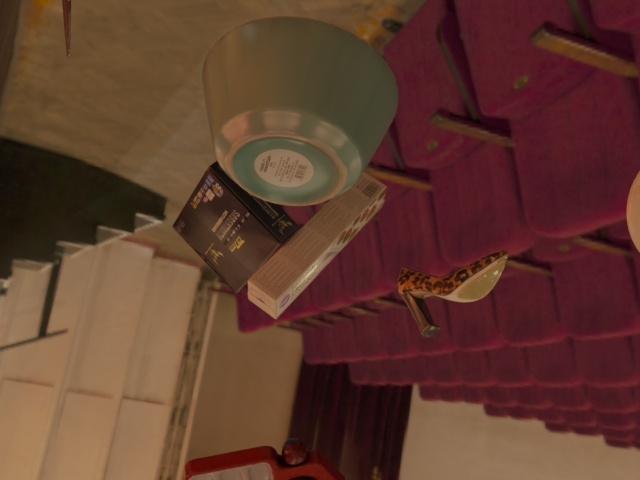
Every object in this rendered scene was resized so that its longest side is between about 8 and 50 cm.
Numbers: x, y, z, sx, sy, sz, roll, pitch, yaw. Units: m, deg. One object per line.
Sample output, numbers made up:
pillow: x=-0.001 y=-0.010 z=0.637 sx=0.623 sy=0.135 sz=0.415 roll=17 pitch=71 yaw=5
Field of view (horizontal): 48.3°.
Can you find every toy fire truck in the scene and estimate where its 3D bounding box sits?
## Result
toy fire truck: x=-0.096 y=0.502 z=1.390 sx=0.302 sy=0.254 sz=0.169 roll=-10 pitch=-149 yaw=-4

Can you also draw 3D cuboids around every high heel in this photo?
high heel: x=0.276 y=0.062 z=1.550 sx=0.093 sy=0.186 sz=0.261 roll=25 pitch=120 yaw=-39

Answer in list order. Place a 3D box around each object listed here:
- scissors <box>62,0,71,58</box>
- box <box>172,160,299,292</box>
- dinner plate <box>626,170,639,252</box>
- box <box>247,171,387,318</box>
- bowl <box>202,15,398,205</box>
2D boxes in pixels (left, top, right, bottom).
scissors: x=-0.350 y=-0.388 z=0.965 sx=0.109 sy=0.021 sz=0.297 roll=41 pitch=138 yaw=4
box: x=-0.161 y=-0.024 z=1.302 sx=0.183 sy=0.059 sz=0.232 roll=46 pitch=143 yaw=0
dinner plate: x=0.400 y=-0.032 z=0.770 sx=0.141 sy=0.141 sz=0.017 roll=12 pitch=180 yaw=-10
box: x=0.000 y=0.000 z=1.258 sx=0.067 sy=0.324 sz=0.063 roll=33 pitch=148 yaw=18
bowl: x=-0.040 y=-0.167 z=1.087 sx=0.311 sy=0.163 sz=0.311 roll=5 pitch=148 yaw=3
